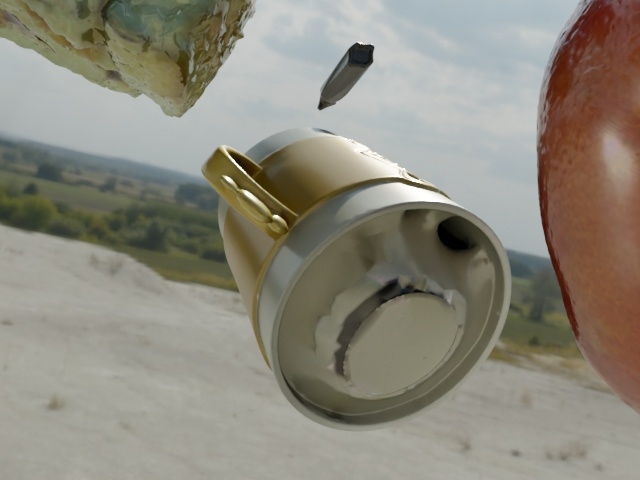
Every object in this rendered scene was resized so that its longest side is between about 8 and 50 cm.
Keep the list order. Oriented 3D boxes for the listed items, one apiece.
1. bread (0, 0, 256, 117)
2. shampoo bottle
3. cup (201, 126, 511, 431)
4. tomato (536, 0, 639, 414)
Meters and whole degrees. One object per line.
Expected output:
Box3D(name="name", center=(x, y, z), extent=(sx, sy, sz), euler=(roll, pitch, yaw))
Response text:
Box3D(name="bread", center=(-0.223, -0.271, 0.741), extent=(0.395, 0.239, 0.264), euler=(27, -13, -5))
Box3D(name="shampoo bottle", center=(0.023, -0.167, 0.955), extent=(0.027, 0.048, 0.137), euler=(50, -16, -1))
Box3D(name="cup", center=(0.000, 0.000, 0.711), extent=(0.241, 0.185, 0.226), euler=(39, 6, -33))
Box3D(name="tomato", center=(0.161, -0.049, 0.368), extent=(0.140, 0.233, 0.200), euler=(39, 28, 27))
